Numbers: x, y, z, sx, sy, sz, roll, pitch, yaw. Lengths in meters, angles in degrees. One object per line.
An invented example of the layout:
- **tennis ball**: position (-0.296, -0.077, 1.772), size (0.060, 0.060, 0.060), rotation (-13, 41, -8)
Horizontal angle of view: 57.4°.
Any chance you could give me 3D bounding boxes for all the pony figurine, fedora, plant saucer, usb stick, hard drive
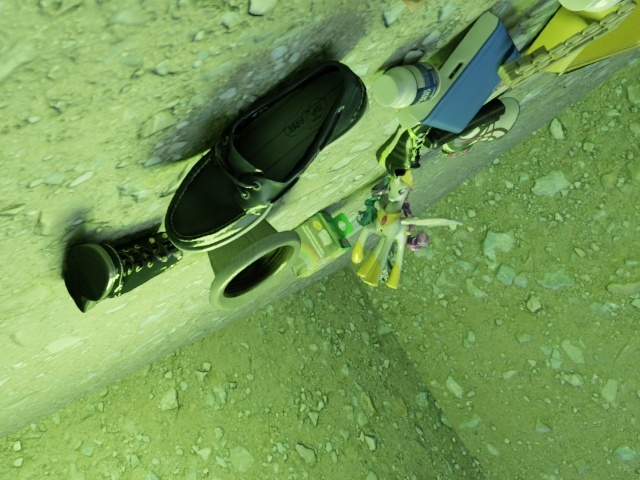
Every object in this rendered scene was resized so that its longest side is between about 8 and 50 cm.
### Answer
- **pony figurine**: position (0.236, -0.042, 1.778), size (0.351, 0.302, 0.364), rotation (15, 96, -63)
- **fedora**: position (-0.168, 0.032, 1.303), size (0.243, 0.124, 0.275), rotation (-33, 164, -14)
- **plant saucer**: position (0.646, -0.484, 1.246), size (0.332, 0.081, 0.333), rotation (-21, 167, -13)
- **usb stick**: position (0.365, -0.307, 1.506), size (0.278, 0.077, 0.045), rotation (-28, 147, -25)
- **hard drive**: position (0.293, -0.310, 1.143), size (0.210, 0.040, 0.318), rotation (-53, 165, 21)

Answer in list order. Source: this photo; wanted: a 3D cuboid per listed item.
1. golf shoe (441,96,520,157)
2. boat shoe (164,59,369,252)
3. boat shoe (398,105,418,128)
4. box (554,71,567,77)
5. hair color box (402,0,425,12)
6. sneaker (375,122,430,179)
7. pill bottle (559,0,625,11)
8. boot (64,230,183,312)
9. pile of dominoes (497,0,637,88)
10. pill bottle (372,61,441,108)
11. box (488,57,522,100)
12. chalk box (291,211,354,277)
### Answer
- **golf shoe**: position (0.455, -0.328, 1.639), size (0.272, 0.105, 0.120), rotation (-32, 165, -8)
- **boat shoe**: position (-0.080, -0.112, 0.766), size (0.340, 0.127, 0.113), rotation (-34, 171, 2)
- **boat shoe**: position (0.206, -0.275, 1.172), size (0.040, 0.049, 0.142), rotation (-28, 169, -32)
- **box**: position (0.795, -0.576, 1.554), size (0.293, 0.073, 0.295), rotation (-28, 170, -35)
- **hair color box**: position (0.139, -0.322, 0.604), size (0.167, 0.053, 0.093), rotation (-34, 173, 22)
- **sneaker**: position (0.217, -0.219, 1.369), size (0.084, 0.097, 0.235), rotation (-29, 171, -28)
- **pill bottle**: position (0.483, -0.447, 0.977), size (0.193, 0.108, 0.108), rotation (-28, 171, -29)
- **boot**: position (-0.300, 0.029, 0.925), size (0.178, 0.085, 0.236), rotation (-30, 178, -34)
- **pile of dominoes**: position (0.460, -0.376, 1.101), size (0.251, 0.040, 0.196), rotation (-30, 177, 12)
- **pill bottle**: position (0.141, -0.255, 0.965), size (0.120, 0.067, 0.067), rotation (-25, 169, -43)
- **box**: position (0.400, -0.370, 1.383), size (0.145, 0.038, 0.186), rotation (-34, 173, 12)
- **chalk box**: position (0.000, 0.000, 1.743), size (0.213, 0.132, 0.132), rotation (-33, 172, 13)
